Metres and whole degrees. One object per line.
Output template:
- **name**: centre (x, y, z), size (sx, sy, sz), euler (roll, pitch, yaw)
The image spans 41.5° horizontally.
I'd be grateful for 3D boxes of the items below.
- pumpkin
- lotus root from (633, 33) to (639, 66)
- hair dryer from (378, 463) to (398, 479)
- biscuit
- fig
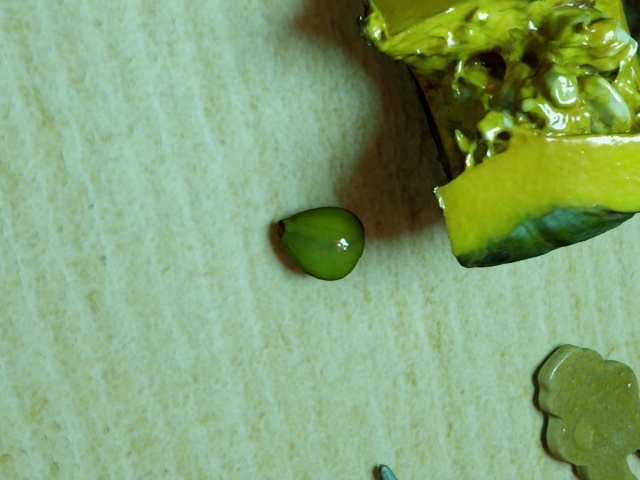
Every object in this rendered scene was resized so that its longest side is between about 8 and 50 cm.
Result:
- **pumpkin**: centre (0.176, -0.140, 0.758), size (0.226, 0.256, 0.303), euler (-15, 103, 17)
- **lotus root**: centre (0.396, -0.164, 0.830), size (0.146, 0.284, 0.160), euler (34, 42, -37)
- **hair dryer**: centre (0.132, 0.335, 0.952), size (0.195, 0.054, 0.220), euler (-17, 98, -22)
- **biscuit**: centre (0.341, 0.221, 1.029), size (0.144, 0.040, 0.236), euler (-48, 112, -18)
- **fig**: centre (0.000, 0.000, 0.826), size (0.088, 0.074, 0.074), euler (14, 92, -7)
